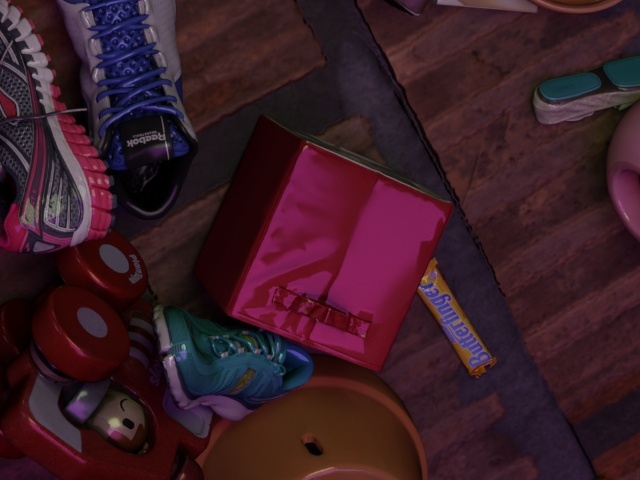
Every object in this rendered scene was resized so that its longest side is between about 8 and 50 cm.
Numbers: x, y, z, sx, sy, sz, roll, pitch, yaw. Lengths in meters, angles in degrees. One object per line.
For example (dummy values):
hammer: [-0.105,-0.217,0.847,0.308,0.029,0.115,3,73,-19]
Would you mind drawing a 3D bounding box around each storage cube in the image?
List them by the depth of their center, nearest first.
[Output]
storage cube: [0.000,0.000,1.785,0.183,0.215,0.193,22,95,-19]

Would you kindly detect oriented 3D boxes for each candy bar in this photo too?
candy bar: [0.152,0.090,1.953,0.040,0.018,0.161,-34,111,-1]

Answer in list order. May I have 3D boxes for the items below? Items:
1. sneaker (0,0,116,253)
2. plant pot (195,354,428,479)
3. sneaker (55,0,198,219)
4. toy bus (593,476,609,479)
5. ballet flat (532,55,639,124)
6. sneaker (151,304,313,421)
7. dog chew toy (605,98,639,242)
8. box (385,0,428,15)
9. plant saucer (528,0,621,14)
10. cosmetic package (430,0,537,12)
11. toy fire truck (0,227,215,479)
sneaker: [-0.307,-0.122,1.642,0.112,0.299,0.121,-19,154,-31]
plant pot: [-0.005,0.297,1.882,0.291,0.203,0.291,-4,109,-12]
sneaker: [-0.182,-0.157,1.701,0.127,0.182,0.315,-12,110,-12]
toy bus: [0.327,0.404,2.051,0.202,0.104,0.191,-22,112,-6]
ballet flat: [0.316,-0.167,1.900,0.168,0.057,0.052,-11,138,-7]
sneaker: [-0.092,0.114,1.737,0.110,0.275,0.107,-18,74,17]
dog chew toy: [0.479,-0.111,1.876,0.332,0.206,0.207,-29,113,-19]
box: [0.109,-0.438,1.708,0.191,0.143,0.381,29,97,-20]
plant saucer: [0.257,-0.332,1.797,0.200,0.037,0.200,3,80,-16]
cosmetic package: [0.172,-0.272,1.818,0.115,0.060,0.041,2,107,-16]
toy fire truck: [-0.211,0.146,1.737,0.254,0.302,0.169,37,116,-17]
